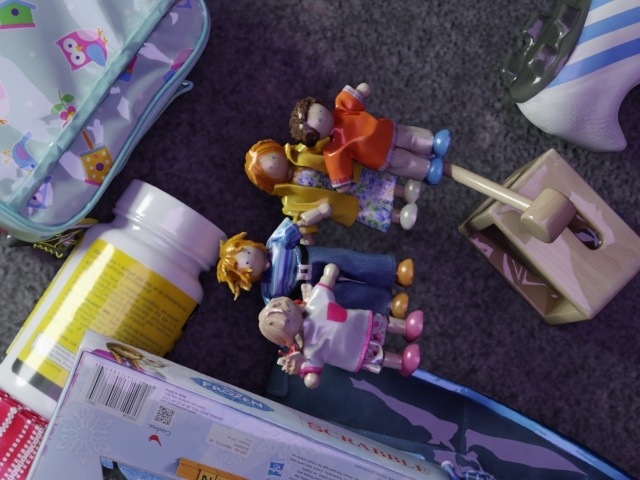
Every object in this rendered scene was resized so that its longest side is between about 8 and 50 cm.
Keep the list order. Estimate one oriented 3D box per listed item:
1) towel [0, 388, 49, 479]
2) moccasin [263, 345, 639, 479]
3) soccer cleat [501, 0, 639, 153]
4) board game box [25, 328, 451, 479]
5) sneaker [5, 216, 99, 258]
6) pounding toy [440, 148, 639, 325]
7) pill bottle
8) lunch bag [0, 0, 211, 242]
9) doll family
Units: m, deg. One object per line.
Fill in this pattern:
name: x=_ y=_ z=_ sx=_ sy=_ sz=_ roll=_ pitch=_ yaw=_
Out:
towel: x=-0.279 y=0.243 z=1.162 sx=0.275 sy=0.031 sz=0.199 roll=36 pitch=82 yaw=-2
moccasin: x=0.112 y=0.185 z=1.178 sx=0.342 sy=0.138 sz=0.117 roll=23 pitch=86 yaw=10
soccer cleat: x=0.298 y=-0.231 z=1.250 sx=0.143 sy=0.116 sz=0.331 roll=35 pitch=83 yaw=-18
board game box: x=-0.100 y=0.275 z=1.078 sx=0.318 sy=0.066 sz=0.318 roll=23 pitch=97 yaw=-8
sneaker: x=-0.236 y=0.000 z=1.192 sx=0.083 sy=0.031 sz=0.035 roll=-9 pitch=86 yaw=-7
pounding toy: x=0.194 y=-0.027 z=1.156 sx=0.094 sy=0.206 sz=0.181 roll=-44 pitch=90 yaw=-9
pill bottle: x=-0.174 y=0.060 z=1.148 sx=0.119 sy=0.119 sz=0.208 roll=32 pitch=82 yaw=-2
lunch bag: x=-0.232 y=-0.150 z=1.147 sx=0.224 sy=0.108 sz=0.279 roll=35 pitch=74 yaw=-10
doll family: x=0.000 y=0.000 z=1.136 sx=0.163 sy=0.118 sz=0.263 roll=13 pitch=75 yaw=-18
